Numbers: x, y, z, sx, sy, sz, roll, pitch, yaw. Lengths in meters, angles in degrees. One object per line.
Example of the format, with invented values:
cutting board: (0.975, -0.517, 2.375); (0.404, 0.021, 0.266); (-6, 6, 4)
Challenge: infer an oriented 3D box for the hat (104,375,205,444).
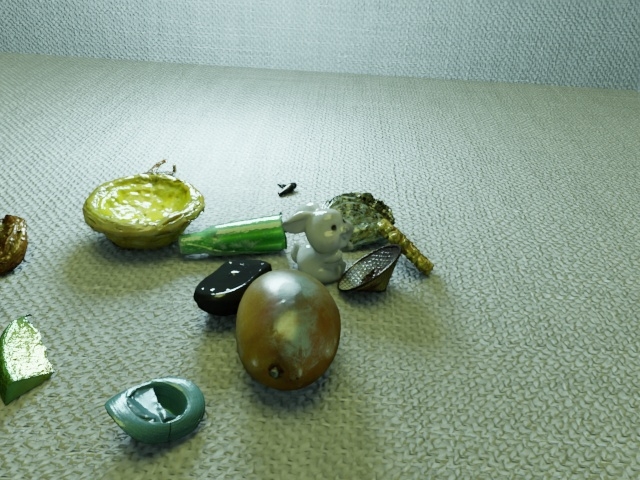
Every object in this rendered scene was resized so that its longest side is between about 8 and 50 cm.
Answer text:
hat: (-0.309, 0.322, 1.065); (0.190, 0.078, 0.138); (-4, 35, -49)

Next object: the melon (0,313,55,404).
melon: (-0.624, 0.228, 1.211); (0.113, 0.053, 0.262); (-4, 32, -25)

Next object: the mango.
mango: (-0.065, 0.168, 1.227); (0.221, 0.199, 0.384); (-2, 19, 5)

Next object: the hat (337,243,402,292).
hat: (0.143, 0.096, 1.469); (0.193, 0.082, 0.193); (-33, 13, 8)

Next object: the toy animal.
toy animal: (-0.006, 0.005, 1.502); (0.178, 0.193, 0.127); (11, 31, 29)

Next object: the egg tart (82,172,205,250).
egg tart: (-0.490, -0.073, 1.629); (0.345, 0.133, 0.345); (2, 32, -1)

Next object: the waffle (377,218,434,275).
waffle: (0.231, 0.017, 1.568); (0.192, 0.046, 0.160); (42, 8, -7)

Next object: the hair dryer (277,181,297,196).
hair dryer: (-0.129, -0.176, 1.940); (0.079, 0.031, 0.083); (-34, 32, -32)

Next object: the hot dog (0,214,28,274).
hot dog: (-0.854, 0.001, 1.515); (0.160, 0.099, 0.227); (-14, 33, -26)

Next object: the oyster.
oyster: (0.090, -0.051, 1.688); (0.267, 0.112, 0.199); (3, 52, -15)

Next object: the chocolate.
chocolate: (-0.242, -0.006, 1.580); (0.291, 0.110, 0.110); (-7, 33, -12)

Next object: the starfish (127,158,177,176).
starfish: (-0.576, -0.207, 1.939); (0.150, 0.053, 0.210); (2, 34, 22)

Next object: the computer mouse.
computer mouse: (-0.209, 0.121, 1.380); (0.137, 0.087, 0.270); (1, 17, 15)
